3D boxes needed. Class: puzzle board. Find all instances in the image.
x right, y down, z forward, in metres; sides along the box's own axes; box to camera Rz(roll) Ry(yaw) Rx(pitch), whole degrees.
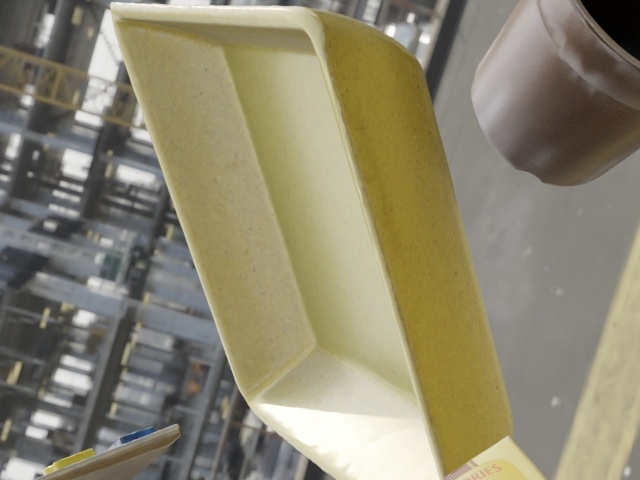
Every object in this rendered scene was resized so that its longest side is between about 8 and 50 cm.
[{"bbox_3d":[-0.127,0.118,0.527,0.011,0.096,0.128,64,146,15],"label":"puzzle board"}]

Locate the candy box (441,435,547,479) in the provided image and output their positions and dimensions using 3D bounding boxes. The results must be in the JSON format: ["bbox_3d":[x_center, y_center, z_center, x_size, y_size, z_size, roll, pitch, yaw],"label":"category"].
[{"bbox_3d":[0.073,0.164,0.401,0.109,0.053,0.186,-33,32,-3],"label":"candy box"}]

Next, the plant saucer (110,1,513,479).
[{"bbox_3d":[0.000,0.000,0.726,0.333,0.081,0.332,24,135,61],"label":"plant saucer"}]

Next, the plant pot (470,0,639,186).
[{"bbox_3d":[0.193,-0.129,0.791,0.165,0.167,0.167,129,157,-57],"label":"plant pot"}]
